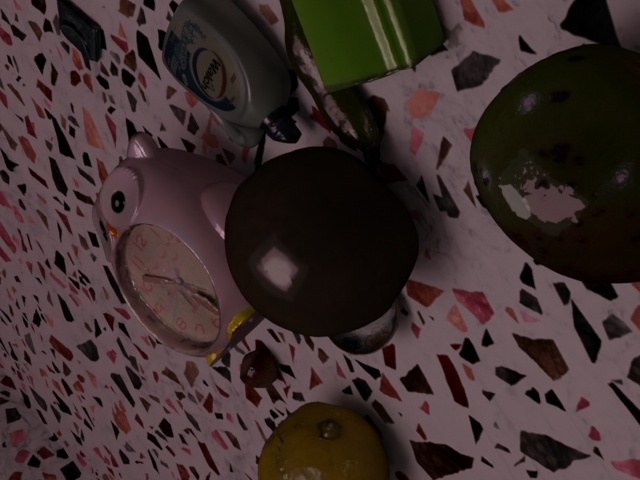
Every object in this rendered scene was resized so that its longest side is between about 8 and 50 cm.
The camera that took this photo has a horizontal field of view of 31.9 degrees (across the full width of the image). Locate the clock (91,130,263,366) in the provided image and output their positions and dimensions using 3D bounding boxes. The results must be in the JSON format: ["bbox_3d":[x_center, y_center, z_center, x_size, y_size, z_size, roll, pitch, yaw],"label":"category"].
[{"bbox_3d":[-0.224,0.000,2.008,0.376,0.250,0.368,46,137,8],"label":"clock"}]

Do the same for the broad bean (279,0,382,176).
[{"bbox_3d":[0.008,-0.244,1.683,0.077,0.061,0.339,-27,95,50],"label":"broad bean"}]

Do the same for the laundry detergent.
[{"bbox_3d":[-0.136,-0.254,1.831,0.280,0.105,0.215,50,146,10],"label":"laundry detergent"}]

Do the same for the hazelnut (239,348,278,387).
[{"bbox_3d":[-0.124,0.264,2.279,0.086,0.086,0.086,33,140,33],"label":"hazelnut"}]

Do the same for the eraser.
[{"bbox_3d":[0.044,-0.355,1.519,0.210,0.092,0.274,-5,111,54],"label":"eraser"}]

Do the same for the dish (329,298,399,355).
[{"bbox_3d":[0.080,0.121,1.894,0.141,0.078,0.141,0,90,25],"label":"dish"}]

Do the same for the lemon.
[{"bbox_3d":[0.005,0.441,2.090,0.260,0.260,0.284,52,146,9],"label":"lemon"}]

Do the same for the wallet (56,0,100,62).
[{"bbox_3d":[-0.485,-0.419,2.231,0.129,0.026,0.088,41,143,26],"label":"wallet"}]

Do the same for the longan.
[{"bbox_3d":[0.000,0.004,1.697,0.297,0.297,0.297,33,140,33],"label":"longan"}]

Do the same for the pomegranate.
[{"bbox_3d":[0.307,-0.116,1.201,0.291,0.291,0.323,35,129,32],"label":"pomegranate"}]
